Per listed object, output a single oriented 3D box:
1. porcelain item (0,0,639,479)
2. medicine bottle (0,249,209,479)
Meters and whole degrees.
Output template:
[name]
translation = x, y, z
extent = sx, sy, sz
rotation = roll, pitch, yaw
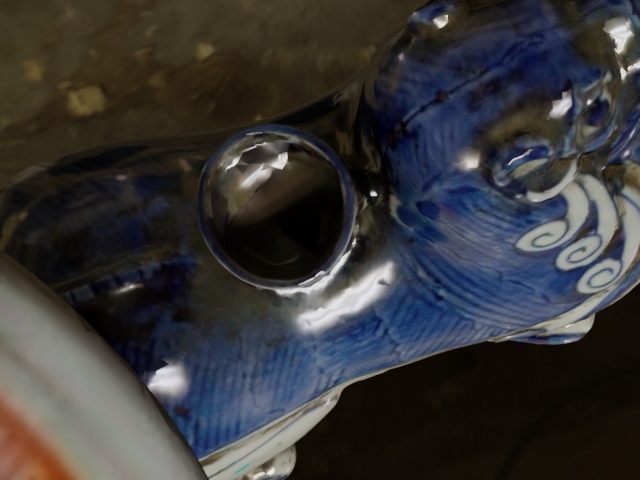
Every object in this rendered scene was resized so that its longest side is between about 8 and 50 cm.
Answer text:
[porcelain item]
translation = 0.000, 0.000, 0.688
extent = 0.288, 0.186, 0.138
rotation = -21, 78, 4
[medicine bottle]
translation = -0.199, 0.167, 0.454
extent = 0.211, 0.211, 0.371
rotation = 46, 53, -6
